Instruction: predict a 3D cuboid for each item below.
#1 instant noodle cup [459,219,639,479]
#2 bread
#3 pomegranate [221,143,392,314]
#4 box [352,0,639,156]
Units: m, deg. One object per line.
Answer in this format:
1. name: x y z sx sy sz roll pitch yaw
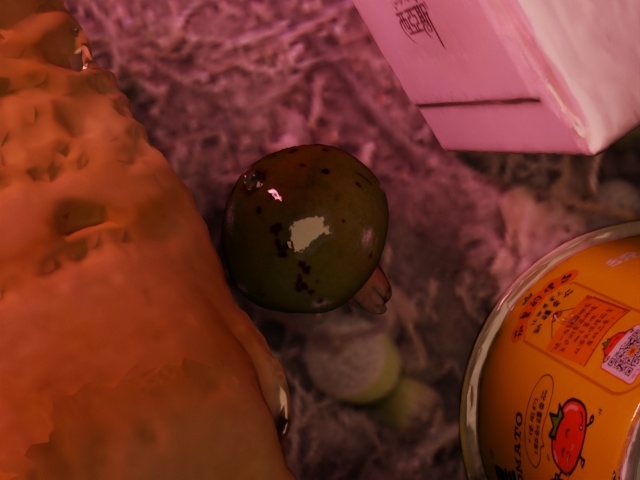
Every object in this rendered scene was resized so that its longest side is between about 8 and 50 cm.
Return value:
1. instant noodle cup: 0.161 0.086 0.524 0.182 0.144 0.182 -1 94 -8
2. bread: -0.252 0.049 0.350 0.394 0.250 0.361 -29 83 -48
3. pomegranate: 0.000 -0.004 0.538 0.085 0.073 0.073 4 95 -46
4. box: 0.147 -0.140 0.479 0.260 0.194 0.111 -35 98 -5
